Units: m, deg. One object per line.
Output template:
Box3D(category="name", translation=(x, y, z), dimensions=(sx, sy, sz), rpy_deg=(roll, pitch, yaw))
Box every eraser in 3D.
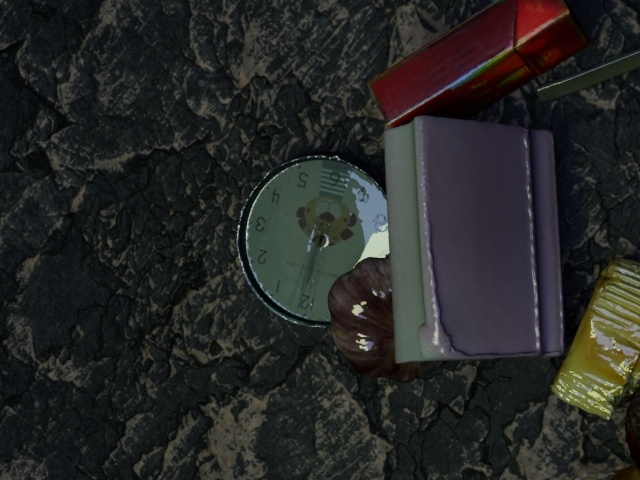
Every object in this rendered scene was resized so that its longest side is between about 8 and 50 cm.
Box3D(category="eraser", translation=(0.239, 0.004, 1.620), dimensions=(0.122, 0.272, 0.359), rpy_deg=(-14, 75, 57))

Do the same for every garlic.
Box3D(category="garlic", translation=(0.133, 0.131, 1.709), dimensions=(0.244, 0.160, 0.245), rpy_deg=(-7, 120, -12))

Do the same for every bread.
Box3D(category="bread", translation=(0.458, 0.151, 1.629), dimensions=(0.133, 0.179, 0.250), rpy_deg=(24, 102, 12))

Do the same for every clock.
Box3D(category="clock", translation=(0.001, -0.001, 1.831), dimensions=(0.312, 0.061, 0.313), rpy_deg=(1, 94, 18))

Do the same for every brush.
Box3D(category="brush", translation=(0.434, -0.267, 1.683), dimensions=(0.190, 0.028, 0.034), rpy_deg=(-20, 124, 24))

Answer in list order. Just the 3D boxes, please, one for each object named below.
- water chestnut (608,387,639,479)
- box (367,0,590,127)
Box3D(category="water chestnut", translation=(0.540, 0.337, 1.493), dimensions=(0.347, 0.335, 0.335), rpy_deg=(-34, 83, 9))
Box3D(category="box", translation=(0.250, -0.274, 1.649), dimensions=(0.313, 0.197, 0.089), rpy_deg=(-32, 74, 18))
